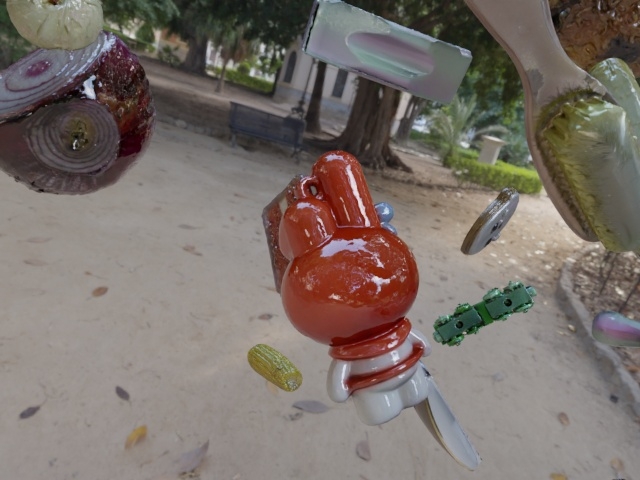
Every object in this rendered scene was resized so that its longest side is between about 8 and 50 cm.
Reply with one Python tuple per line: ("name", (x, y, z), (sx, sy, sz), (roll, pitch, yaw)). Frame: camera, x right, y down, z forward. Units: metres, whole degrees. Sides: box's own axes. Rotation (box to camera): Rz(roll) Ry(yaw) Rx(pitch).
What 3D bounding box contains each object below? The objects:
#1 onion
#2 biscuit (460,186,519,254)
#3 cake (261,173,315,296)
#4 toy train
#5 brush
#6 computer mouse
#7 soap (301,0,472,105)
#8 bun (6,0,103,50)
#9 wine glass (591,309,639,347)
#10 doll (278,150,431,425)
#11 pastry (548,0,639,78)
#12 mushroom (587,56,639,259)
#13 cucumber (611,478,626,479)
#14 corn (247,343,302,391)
("onion", (-0.473, -0.227, 0.918), (0.282, 0.337, 0.260), (34, -20, 41))
("biscuit", (0.453, -0.039, 1.233), (0.049, 0.208, 0.181), (37, -18, 26))
("cake", (0.000, 0.000, 1.270), (0.230, 0.237, 0.308), (8, 52, -36))
("toy train", (0.379, 0.172, 1.087), (0.085, 0.251, 0.119), (66, 11, 17))
("brush", (0.166, -0.094, 0.307), (0.313, 0.072, 0.067), (46, 15, -29))
("computer mouse", (0.200, 0.299, 0.816), (0.056, 0.245, 0.126), (-31, 18, -2))
("soap", (0.176, -0.519, 1.268), (0.447, 0.156, 0.261), (15, 27, -14))
("bun", (-0.333, -0.299, 0.584), (0.115, 0.115, 0.069), (4, -10, -36))
("wine glass", (0.610, 0.180, 0.895), (0.073, 0.073, 0.155), (13, -3, -11))
("doll", (0.034, 0.047, 0.508), (0.161, 0.290, 0.130), (-19, -1, -22))
("pastry", (0.643, -0.562, 1.004), (0.293, 0.405, 0.337), (7, 27, -50))
("mushroom", (0.481, -0.121, 0.703), (0.087, 0.333, 0.107), (-19, -26, 35))
("cucumber", (0.294, 0.253, 0.443), (0.034, 0.033, 0.135), (19, -7, 31))
("corn", (-0.107, 0.284, 1.049), (0.068, 0.067, 0.206), (6, 2, -32))
